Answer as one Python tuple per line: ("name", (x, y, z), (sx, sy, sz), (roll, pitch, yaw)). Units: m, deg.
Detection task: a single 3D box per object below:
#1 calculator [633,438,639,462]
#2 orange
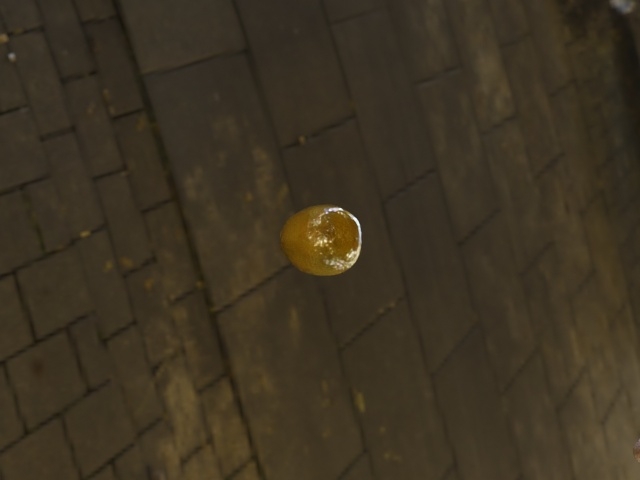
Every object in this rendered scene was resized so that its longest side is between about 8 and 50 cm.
("calculator", (0.387, 0.237, 1.356), (0.100, 0.175, 0.032), (38, 78, -8))
("orange", (0.000, 0.000, 1.514), (0.085, 0.095, 0.085), (-9, 90, -82))
